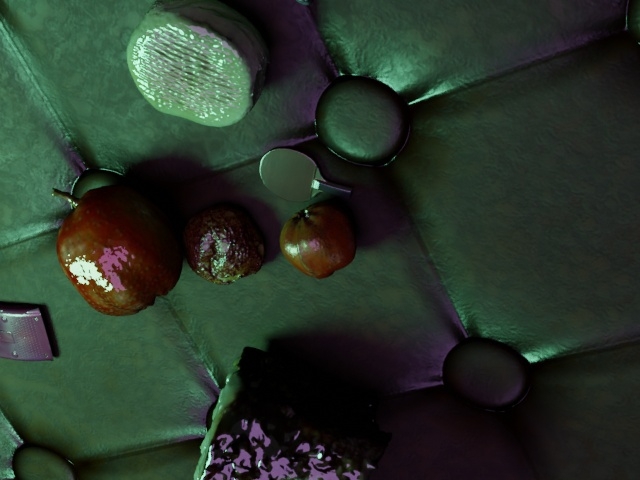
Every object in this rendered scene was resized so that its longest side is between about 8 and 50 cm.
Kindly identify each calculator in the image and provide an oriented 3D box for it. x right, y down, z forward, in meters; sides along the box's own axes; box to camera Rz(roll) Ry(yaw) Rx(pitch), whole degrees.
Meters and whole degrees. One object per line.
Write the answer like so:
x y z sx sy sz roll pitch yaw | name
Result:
-0.605 0.176 2.231 0.190 0.034 0.127 3 123 18 | calculator

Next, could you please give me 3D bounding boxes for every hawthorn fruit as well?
-0.347 0.001 1.935 0.205 0.205 0.253 -33 101 32 | hawthorn fruit
0.000 0.000 1.869 0.128 0.128 0.128 9 123 14 | hawthorn fruit

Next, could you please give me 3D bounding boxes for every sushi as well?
-0.058 0.373 2.017 0.294 0.281 0.299 21 118 -2 | sushi

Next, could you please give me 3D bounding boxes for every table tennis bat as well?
-0.024 -0.098 1.874 0.158 0.014 0.095 18 123 10 | table tennis bat

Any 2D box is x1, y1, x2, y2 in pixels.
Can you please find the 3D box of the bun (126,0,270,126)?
-0.182 -0.278 1.761 0.221 0.108 0.221 11 132 13 | bun

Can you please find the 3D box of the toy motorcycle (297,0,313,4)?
-0.047 -0.395 1.669 0.193 0.061 0.124 -7 112 13 | toy motorcycle

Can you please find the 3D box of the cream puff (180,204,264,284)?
-0.165 0.014 1.950 0.149 0.084 0.149 10 125 14 | cream puff
